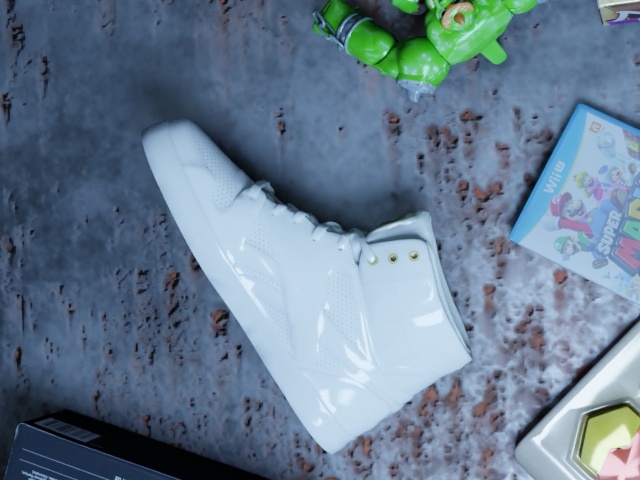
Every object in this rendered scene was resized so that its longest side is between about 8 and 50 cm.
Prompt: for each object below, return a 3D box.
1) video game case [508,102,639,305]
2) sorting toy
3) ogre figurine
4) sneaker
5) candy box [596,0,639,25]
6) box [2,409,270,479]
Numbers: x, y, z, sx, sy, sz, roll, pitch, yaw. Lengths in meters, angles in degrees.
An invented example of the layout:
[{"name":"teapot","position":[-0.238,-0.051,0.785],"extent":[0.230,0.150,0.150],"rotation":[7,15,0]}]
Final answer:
[{"name":"video game case","position":[0.242,-0.016,1.055],"extent":[0.166,0.015,0.119],"rotation":[28,91,17]},{"name":"sorting toy","position":[0.281,0.158,1.055],"extent":[0.193,0.038,0.208],"rotation":[44,100,8]},{"name":"ogre figurine","position":[0.097,-0.191,1.062],"extent":[0.197,0.097,0.118],"rotation":[-31,67,-3]},{"name":"sneaker","position":[0.000,0.000,1.087],"extent":[0.169,0.108,0.292],"rotation":[-33,94,10]},{"name":"candy box","position":[0.290,-0.196,1.005],"extent":[0.187,0.109,0.053],"rotation":[-7,91,12]},{"name":"box","position":[-0.130,0.265,1.121],"extent":[0.261,0.103,0.184],"rotation":[18,93,11]}]
